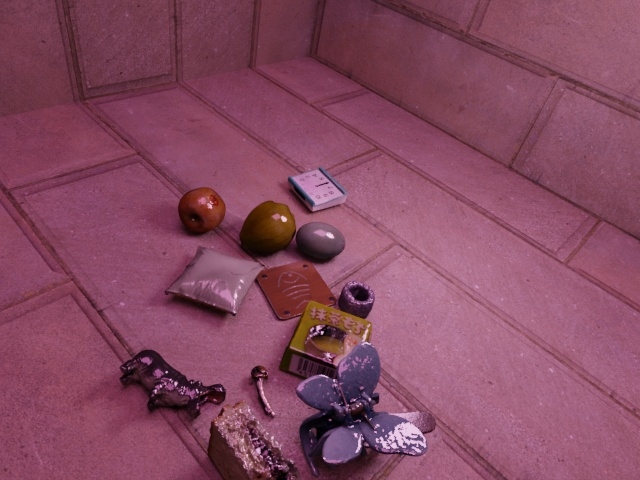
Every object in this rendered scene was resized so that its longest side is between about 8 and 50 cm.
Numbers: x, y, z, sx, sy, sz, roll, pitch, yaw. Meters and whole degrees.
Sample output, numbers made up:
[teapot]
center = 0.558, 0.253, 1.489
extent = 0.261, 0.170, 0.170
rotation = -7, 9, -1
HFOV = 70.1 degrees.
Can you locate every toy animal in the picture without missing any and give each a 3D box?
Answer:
[toy animal]
center = -0.494, 0.489, 1.511
extent = 0.343, 0.106, 0.168
rotation = 26, 35, 4

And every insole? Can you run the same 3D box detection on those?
[insole]
center = 0.259, 0.655, 1.603
extent = 0.328, 0.007, 0.111
rotation = -3, 45, -18

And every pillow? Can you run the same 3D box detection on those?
[pillow]
center = -0.426, 0.157, 1.881
extent = 0.310, 0.119, 0.312
rotation = 15, 41, 7

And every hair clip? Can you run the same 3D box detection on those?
[hair clip]
center = 0.092, 0.579, 1.458
extent = 0.318, 0.238, 0.392
rotation = -13, 50, -23

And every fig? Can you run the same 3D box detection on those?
[fig]
center = -0.245, -0.055, 2.087
extent = 0.271, 0.239, 0.239
rotation = -26, 52, -10

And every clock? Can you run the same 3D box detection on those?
[clock]
center = -0.019, -0.266, 2.477
extent = 0.231, 0.116, 0.262
rotation = -22, 51, -27

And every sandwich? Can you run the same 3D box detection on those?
[sandwich]
center = -0.186, 0.648, 1.296
extent = 0.131, 0.262, 0.325
rotation = -24, 54, -37

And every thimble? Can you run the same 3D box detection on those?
[thimble]
center = 0.154, 0.252, 1.951
extent = 0.150, 0.097, 0.150
rotation = 8, 41, -7

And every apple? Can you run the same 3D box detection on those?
[apple]
center = -0.548, -0.143, 2.114
extent = 0.211, 0.211, 0.188
rotation = 19, 41, 6

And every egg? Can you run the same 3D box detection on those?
[egg]
center = 0.000, 0.000, 2.133
extent = 0.237, 0.169, 0.169
rotation = 15, 41, 3

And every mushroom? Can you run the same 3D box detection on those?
[mushroom]
center = -0.198, 0.527, 1.594
extent = 0.060, 0.061, 0.187
rotation = -15, 59, -11

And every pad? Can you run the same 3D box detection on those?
[pad]
center = -0.110, 0.207, 1.992
extent = 0.287, 0.018, 0.284
rotation = -12, 47, -29

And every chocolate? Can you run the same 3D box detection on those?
[chocolate]
center = 0.034, 0.393, 1.732
extent = 0.301, 0.137, 0.288
rotation = 20, 41, 6
